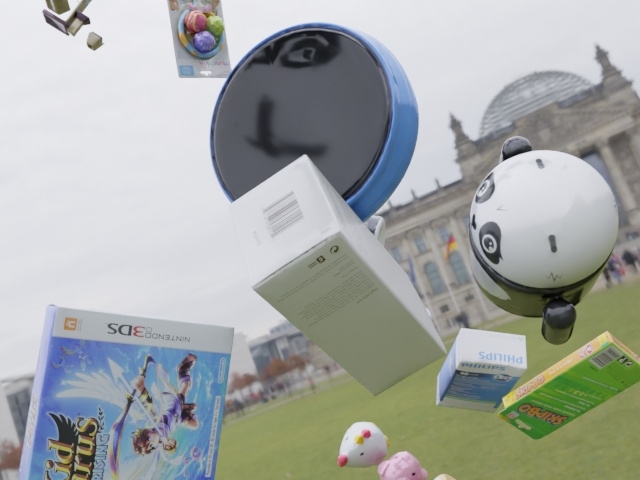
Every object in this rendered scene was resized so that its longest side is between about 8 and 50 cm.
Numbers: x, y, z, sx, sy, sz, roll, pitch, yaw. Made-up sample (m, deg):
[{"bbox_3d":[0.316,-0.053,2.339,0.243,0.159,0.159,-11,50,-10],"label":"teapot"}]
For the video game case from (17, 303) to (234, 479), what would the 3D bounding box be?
[{"bbox_3d":[-0.249,0.231,0.949,0.244,0.269,0.061,11,-9,-30],"label":"video game case"}]

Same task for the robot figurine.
[{"bbox_3d":[0.269,0.000,0.912,0.173,0.209,0.278,-48,-21,-6],"label":"robot figurine"}]

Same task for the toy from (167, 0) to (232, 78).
[{"bbox_3d":[-0.255,-0.473,1.568,0.137,0.237,0.056,-9,-2,-37],"label":"toy"}]

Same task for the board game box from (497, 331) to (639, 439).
[{"bbox_3d":[0.459,0.275,1.339,0.259,0.124,0.039,-43,27,24],"label":"board game box"}]

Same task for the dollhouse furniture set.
[{"bbox_3d":[-0.350,-0.354,1.065,0.081,0.091,0.114,-60,2,-17],"label":"dollhouse furniture set"}]

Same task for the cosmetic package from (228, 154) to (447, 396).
[{"bbox_3d":[0.036,0.065,1.142,0.155,0.197,0.365,-33,-49,10],"label":"cosmetic package"}]

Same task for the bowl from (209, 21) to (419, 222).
[{"bbox_3d":[-0.026,-0.195,1.266,0.391,0.391,0.077,-25,-19,22],"label":"bowl"}]

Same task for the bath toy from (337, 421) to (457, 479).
[{"bbox_3d":[0.172,0.489,1.451,0.129,0.348,0.151,-11,-53,-50],"label":"bath toy"}]

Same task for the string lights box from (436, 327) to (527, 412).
[{"bbox_3d":[0.333,0.280,1.533,0.134,0.076,0.259,7,-32,1],"label":"string lights box"}]

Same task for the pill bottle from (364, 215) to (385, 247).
[{"bbox_3d":[0.000,0.000,1.466,0.246,0.130,0.130,8,-3,14],"label":"pill bottle"}]
